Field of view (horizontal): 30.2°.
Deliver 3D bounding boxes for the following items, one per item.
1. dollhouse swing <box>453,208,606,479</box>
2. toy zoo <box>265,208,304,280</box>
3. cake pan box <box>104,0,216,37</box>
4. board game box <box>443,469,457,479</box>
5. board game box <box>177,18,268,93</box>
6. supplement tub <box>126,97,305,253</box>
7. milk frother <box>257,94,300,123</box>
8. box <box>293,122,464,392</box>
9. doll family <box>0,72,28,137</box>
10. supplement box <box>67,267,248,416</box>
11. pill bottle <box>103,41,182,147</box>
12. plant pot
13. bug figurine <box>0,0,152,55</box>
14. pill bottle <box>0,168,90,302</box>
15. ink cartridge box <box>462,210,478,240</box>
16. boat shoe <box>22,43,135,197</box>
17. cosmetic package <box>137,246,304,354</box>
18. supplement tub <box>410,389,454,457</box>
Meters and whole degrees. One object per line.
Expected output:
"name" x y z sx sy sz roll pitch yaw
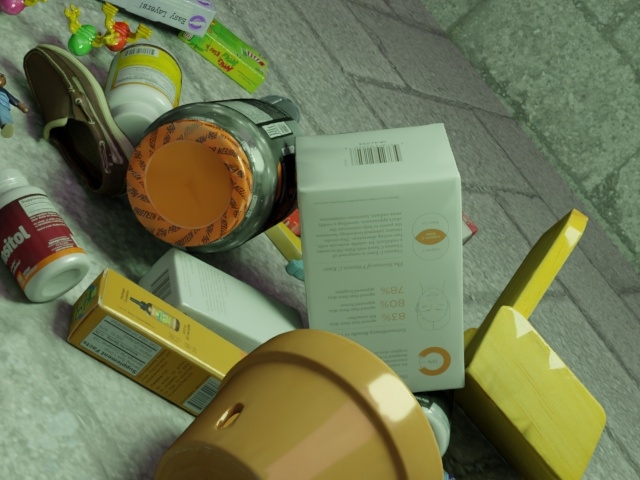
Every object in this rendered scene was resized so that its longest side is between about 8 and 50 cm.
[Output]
"dollhouse swing" 0.368 0.179 1.839 0.315 0.305 0.347 49 -8 7
"toy zoo" 0.000 0.000 2.020 0.192 0.030 0.293 46 24 1
"cake pan box" -0.328 -0.499 2.181 0.267 0.070 0.245 17 37 -29
"board game box" 0.185 0.412 1.670 0.136 0.035 0.201 40 25 -14
"board game box" -0.186 -0.369 2.281 0.181 0.043 0.092 37 26 -19
"supplement tub" -0.140 -0.095 1.672 0.207 0.207 0.338 47 14 2
"milk frother" -0.061 -0.145 1.985 0.143 0.134 0.129 17 53 1
"box" 0.083 0.032 1.658 0.215 0.345 0.168 -5 30 0
"doll family" -0.471 -0.192 1.524 0.193 0.076 0.111 32 23 -39
"supplement box" -0.192 0.133 1.452 0.233 0.080 0.078 37 25 -23
"pill bottle" -0.274 -0.207 1.799 0.117 0.117 0.215 35 27 -23
"plant pot" -0.041 0.267 1.280 0.291 0.291 0.203 51 42 11
"bug figurine" -0.411 -0.365 1.869 0.279 0.072 0.216 33 20 -10
"pill bottle" -0.347 -0.008 1.412 0.152 0.086 0.086 53 25 17
"ink cartridge box" 0.201 -0.034 2.323 0.158 0.092 0.218 49 26 8
"boat shoe" -0.348 -0.171 1.660 0.257 0.095 0.095 51 31 11
"cosmetic package" -0.126 0.113 1.582 0.231 0.085 0.117 32 27 -33
"supplement tub" 0.139 0.243 1.759 0.117 0.117 0.190 42 24 -9
